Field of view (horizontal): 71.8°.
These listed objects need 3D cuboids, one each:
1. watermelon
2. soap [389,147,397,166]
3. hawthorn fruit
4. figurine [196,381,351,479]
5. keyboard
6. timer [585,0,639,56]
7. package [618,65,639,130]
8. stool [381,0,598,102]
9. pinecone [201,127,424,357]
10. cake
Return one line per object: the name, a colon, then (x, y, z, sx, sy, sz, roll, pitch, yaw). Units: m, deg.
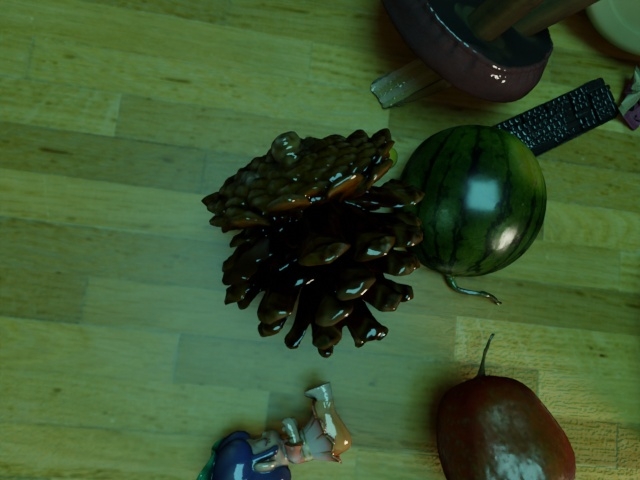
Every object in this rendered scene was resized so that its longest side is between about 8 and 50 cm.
watermelon: (0.208, -0.047, 0.585, 0.204, 0.127, 0.232, 20, 87, -8)
soap: (0.067, -0.122, 0.632, 0.089, 0.012, 0.034, 6, 83, -6)
hawthorn fruit: (0.211, 0.227, 0.547, 0.163, 0.162, 0.203, -15, 70, -9)
figurine: (-0.054, 0.257, 0.522, 0.195, 0.111, 0.102, -26, 67, -9)
keyboard: (0.351, -0.177, 0.670, 0.231, 0.023, 0.072, -25, 89, -9)
timer: (0.551, -0.473, 0.637, 0.291, 0.290, 0.315, 29, 57, -3)
package: (0.491, -0.221, 0.687, 0.059, 0.029, 0.083, 31, 81, -26)
stool: (0.226, -0.332, 0.552, 0.272, 0.178, 0.271, 12, 61, -22)
pinecone: (-0.007, 0.006, 0.496, 0.264, 0.264, 0.263, 1, 83, -7)
cake: (0.138, -0.230, 0.647, 0.121, 0.065, 0.052, -23, 86, 13)
